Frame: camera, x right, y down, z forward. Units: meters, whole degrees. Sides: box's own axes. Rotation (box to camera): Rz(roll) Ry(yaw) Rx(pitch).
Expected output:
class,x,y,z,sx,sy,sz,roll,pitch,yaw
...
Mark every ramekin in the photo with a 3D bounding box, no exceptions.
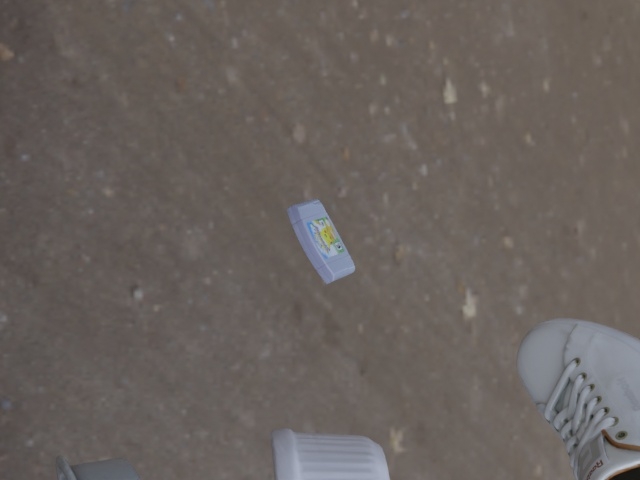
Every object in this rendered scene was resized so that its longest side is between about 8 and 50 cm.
class,x,y,z,sx,sy,sz,roll,pitch,yaw
ramekin,0.017,0.343,1.384,0.273,0.127,0.273,175,-90,-86

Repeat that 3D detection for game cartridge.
class,x,y,z,sx,sy,sz,roll,pitch,yaw
game cartridge,0.000,0.000,1.185,0.056,0.017,0.083,-22,82,-58

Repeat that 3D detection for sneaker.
class,x,y,z,sx,sy,sz,roll,pitch,yaw
sneaker,0.231,0.150,0.956,0.123,0.290,0.106,3,116,-35

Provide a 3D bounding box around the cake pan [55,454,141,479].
class,x,y,z,sx,sy,sz,roll,pitch,yaw
cake pan,-0.140,0.303,0.980,0.054,0.293,0.293,-19,106,-18
